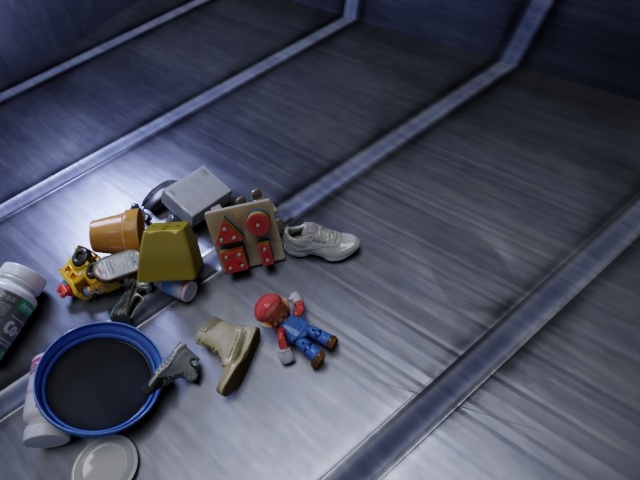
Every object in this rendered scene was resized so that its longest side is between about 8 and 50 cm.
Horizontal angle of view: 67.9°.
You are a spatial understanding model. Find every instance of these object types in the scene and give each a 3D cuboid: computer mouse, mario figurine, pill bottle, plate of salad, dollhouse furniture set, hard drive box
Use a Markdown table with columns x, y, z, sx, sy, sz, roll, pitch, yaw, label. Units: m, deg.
| x | y | z | sx | sy | sz | roll | pitch | yaw | label |
| --- | --- | --- | --- | --- | --- | --- | --- | --- | --- |
| -0.724 | -0.196 | 2.127 | 0.272 | 0.072 | 0.189 | -38 | 43 | -21 | computer mouse |
| -0.097 | 0.309 | 1.682 | 0.321 | 0.170 | 0.198 | 35 | 30 | 17 | mario figurine |
| -0.897 | 0.530 | 1.592 | 0.161 | 0.160 | 0.283 | -14 | 54 | -1 | pill bottle |
| -0.676 | 0.715 | 1.496 | 0.200 | 0.048 | 0.199 | 2 | 49 | -2 | plate of salad |
| -0.301 | -0.102 | 1.957 | 0.242 | 0.161 | 0.212 | -29 | 55 | -12 | dollhouse furniture set |
| -0.566 | 0.173 | 1.844 | 0.160 | 0.087 | 0.087 | 19 | 59 | 20 | pill bottle |
| -0.529 | -0.190 | 2.035 | 0.181 | 0.089 | 0.232 | 42 | 52 | 9 | hard drive box |
| -1.223 | 0.274 | 1.800 | 0.204 | 0.204 | 0.360 | 9 | 57 | 15 | pill bottle |

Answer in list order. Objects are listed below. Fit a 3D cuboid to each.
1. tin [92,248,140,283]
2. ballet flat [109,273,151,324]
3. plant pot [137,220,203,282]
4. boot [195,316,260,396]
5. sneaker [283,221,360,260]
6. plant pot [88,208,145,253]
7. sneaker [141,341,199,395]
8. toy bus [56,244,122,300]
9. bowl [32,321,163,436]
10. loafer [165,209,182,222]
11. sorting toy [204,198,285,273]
| x | y | z | sx | sy | sz | roll | pitch | yaw | label |
| --- | --- | --- | --- | --- | --- | --- | --- | --- | --- |
| -0.768 | 0.096 | 1.815 | 0.190 | 0.040 | 0.106 | -21 | 68 | -25 | tin |
| -0.718 | 0.202 | 1.853 | 0.096 | 0.095 | 0.280 | 12 | 67 | 5 | ballet flat |
| -0.576 | 0.034 | 1.812 | 0.212 | 0.187 | 0.212 | -3 | 16 | -5 | plant pot |
| -0.348 | 0.394 | 1.647 | 0.204 | 0.095 | 0.261 | 12 | 56 | 16 | boot |
| 0.000 | 0.000 | 1.845 | 0.305 | 0.152 | 0.114 | 0 | 52 | 7 | sneaker |
| -0.823 | -0.022 | 1.928 | 0.188 | 0.205 | 0.205 | -5 | 53 | -12 | plant pot |
| -0.482 | 0.454 | 1.595 | 0.132 | 0.086 | 0.228 | 38 | 39 | -4 | sneaker |
| -0.934 | 0.160 | 1.887 | 0.220 | 0.149 | 0.211 | 38 | 80 | 26 | toy bus |
| -0.724 | 0.457 | 1.576 | 0.392 | 0.077 | 0.391 | 14 | 47 | -15 | bowl |
| -0.619 | -0.056 | 2.033 | 0.109 | 0.095 | 0.302 | 12 | 56 | -20 | loafer |
| -0.288 | -0.005 | 1.821 | 0.257 | 0.255 | 0.089 | -12 | 23 | 0 | sorting toy |
